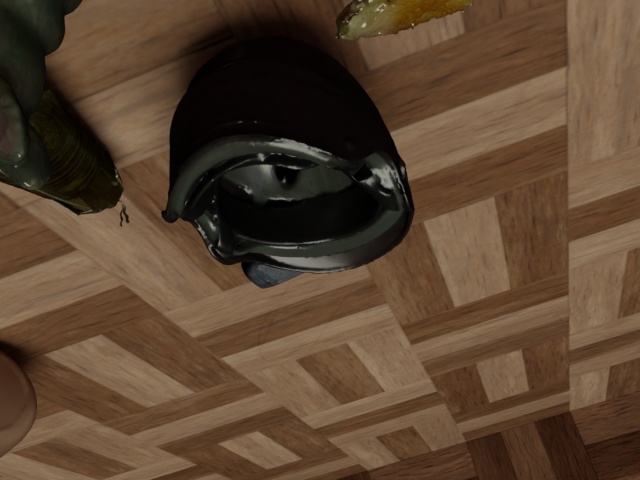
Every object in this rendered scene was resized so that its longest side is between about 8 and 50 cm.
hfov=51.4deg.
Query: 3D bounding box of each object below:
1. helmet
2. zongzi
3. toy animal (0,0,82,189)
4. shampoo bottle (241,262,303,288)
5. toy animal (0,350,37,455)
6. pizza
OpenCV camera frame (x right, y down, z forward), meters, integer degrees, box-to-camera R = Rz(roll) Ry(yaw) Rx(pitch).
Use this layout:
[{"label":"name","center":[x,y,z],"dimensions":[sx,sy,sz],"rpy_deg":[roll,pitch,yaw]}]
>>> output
[{"label":"helmet","center":[-0.033,-0.087,0.696],"dimensions":[0.225,0.177,0.305],"rpy_deg":[-16,157,16]},{"label":"zongzi","center":[-0.320,-0.080,0.702],"dimensions":[0.184,0.084,0.187],"rpy_deg":[-4,153,11]},{"label":"toy animal","center":[-0.237,-0.145,0.466],"dimensions":[0.126,0.251,0.127],"rpy_deg":[-23,146,20]},{"label":"shampoo bottle","center":[0.000,0.000,0.949],"dimensions":[0.234,0.049,0.087],"rpy_deg":[-26,143,18]},{"label":"toy animal","center":[-0.573,0.283,1.042],"dimensions":[0.213,0.195,0.256],"rpy_deg":[26,133,-34]},{"label":"pizza","center":[0.116,-0.263,0.591],"dimensions":[0.147,0.069,0.226],"rpy_deg":[-8,157,-49]}]
